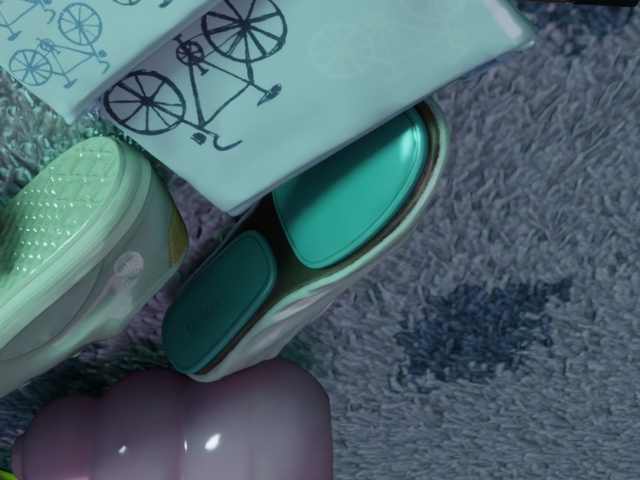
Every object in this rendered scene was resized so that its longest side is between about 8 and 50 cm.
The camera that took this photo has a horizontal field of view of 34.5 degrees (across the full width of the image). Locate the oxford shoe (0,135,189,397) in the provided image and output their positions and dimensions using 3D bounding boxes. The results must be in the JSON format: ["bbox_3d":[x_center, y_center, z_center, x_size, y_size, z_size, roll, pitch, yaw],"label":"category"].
[{"bbox_3d":[-0.290,0.082,0.919,0.449,0.169,0.130,-36,136,18],"label":"oxford shoe"}]

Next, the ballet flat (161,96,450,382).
[{"bbox_3d":[0.000,0.000,0.939,0.139,0.139,0.400,19,134,-31],"label":"ballet flat"}]

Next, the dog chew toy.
[{"bbox_3d":[-0.154,0.223,1.088,0.332,0.206,0.206,-2,138,-1],"label":"dog chew toy"}]

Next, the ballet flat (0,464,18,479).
[{"bbox_3d":[-0.335,0.305,1.189,0.231,0.077,0.077,18,146,-16],"label":"ballet flat"}]

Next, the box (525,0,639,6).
[{"bbox_3d":[0.118,-0.293,0.661,0.293,0.073,0.295,0,138,-12],"label":"box"}]

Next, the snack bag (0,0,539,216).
[{"bbox_3d":[-0.076,-0.163,0.703,0.323,0.037,0.342,-28,127,32],"label":"snack bag"}]
